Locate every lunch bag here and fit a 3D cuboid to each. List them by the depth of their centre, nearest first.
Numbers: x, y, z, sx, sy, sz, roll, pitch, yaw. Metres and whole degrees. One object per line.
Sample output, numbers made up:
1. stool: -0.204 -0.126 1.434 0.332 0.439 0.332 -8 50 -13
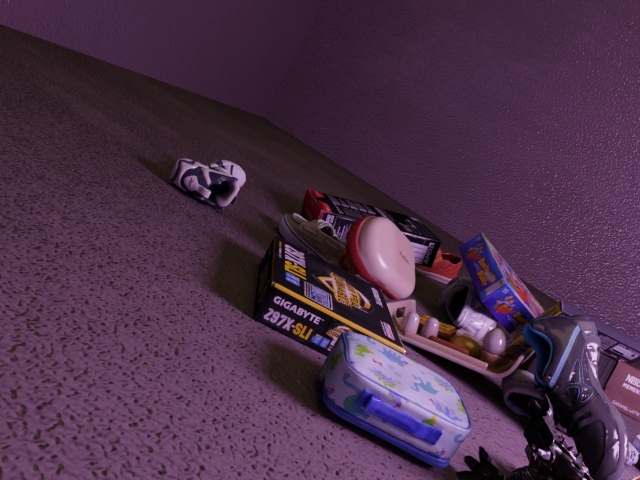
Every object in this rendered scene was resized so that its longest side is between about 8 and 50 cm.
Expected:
1. lunch bag: 0.105 0.229 1.066 0.218 0.090 0.176 28 11 -8

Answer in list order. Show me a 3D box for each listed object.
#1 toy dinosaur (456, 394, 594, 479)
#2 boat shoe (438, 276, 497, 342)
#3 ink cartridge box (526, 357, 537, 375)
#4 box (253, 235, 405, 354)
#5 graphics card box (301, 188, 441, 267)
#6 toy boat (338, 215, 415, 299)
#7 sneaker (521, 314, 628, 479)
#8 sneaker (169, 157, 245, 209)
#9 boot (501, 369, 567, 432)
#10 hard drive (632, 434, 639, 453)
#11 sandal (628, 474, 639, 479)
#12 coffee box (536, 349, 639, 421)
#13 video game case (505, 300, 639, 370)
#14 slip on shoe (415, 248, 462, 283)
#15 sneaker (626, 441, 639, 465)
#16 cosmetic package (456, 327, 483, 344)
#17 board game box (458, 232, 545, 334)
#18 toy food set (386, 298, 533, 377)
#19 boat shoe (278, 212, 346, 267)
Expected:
1. toy dinosaur: 0.338 0.351 1.013 0.218 0.164 0.322 45 -11 -6
2. boat shoe: 0.381 0.167 1.947 0.103 0.118 0.320 32 18 -11
3. ink cartridge box: 0.589 0.363 1.743 0.180 0.060 0.104 28 11 -7
4. box: 0.009 0.115 1.353 0.257 0.079 0.322 26 12 -9
5. graphics card box: 0.141 -0.038 2.120 0.370 0.094 0.233 13 16 -16
6. toy boat: 0.108 0.042 1.590 0.151 0.151 0.231 -9 -25 24
7. sneaker: 0.478 0.304 1.396 0.139 0.125 0.341 4 55 -14
8. sneaker: -0.232 -0.128 1.752 0.153 0.094 0.235 38 14 28
9. boot: 0.491 0.360 1.490 0.258 0.095 0.123 23 16 11
10. hard drive: 0.827 0.518 1.507 0.202 0.040 0.307 3 27 -21
11. sandal: 0.574 0.454 1.279 0.088 0.079 0.240 36 13 26
12. coffee box: 0.614 0.293 1.612 0.141 0.098 0.246 26 3 -18
13. video game case: 0.612 0.270 1.796 0.274 0.248 0.035 26 46 -16
14. slip on shoe: 0.335 0.055 2.336 0.331 0.101 0.123 18 18 -40
15. sneaker: 0.655 0.453 1.553 0.058 0.052 0.135 37 14 15
16. cosmetic package: 0.362 0.255 1.699 0.115 0.041 0.060 34 12 19
17. board game box: 0.513 0.170 1.925 0.347 0.078 0.233 45 19 -29
18. toy food set: 0.302 0.196 1.573 0.306 0.093 0.219 21 7 23
19. boat shoe: 0.000 0.000 1.767 0.109 0.094 0.302 19 16 -41
